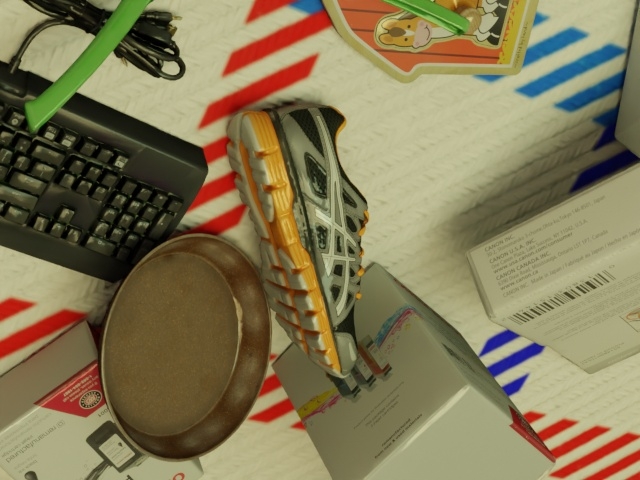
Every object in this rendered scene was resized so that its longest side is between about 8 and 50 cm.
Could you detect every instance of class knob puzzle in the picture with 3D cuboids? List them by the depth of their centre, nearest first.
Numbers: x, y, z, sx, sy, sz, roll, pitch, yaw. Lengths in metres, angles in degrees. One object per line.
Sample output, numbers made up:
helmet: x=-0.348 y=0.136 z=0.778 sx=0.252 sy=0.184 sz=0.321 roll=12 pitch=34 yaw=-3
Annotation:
knob puzzle: x=0.081 y=-0.199 z=0.939 sx=0.213 sy=0.030 sz=0.213 roll=-11 pitch=122 yaw=-18

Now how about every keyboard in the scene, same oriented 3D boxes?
keyboard: x=-0.210 y=-0.092 z=0.872 sx=0.317 sy=0.033 sz=0.201 roll=22 pitch=108 yaw=-33

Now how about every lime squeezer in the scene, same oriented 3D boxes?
lime squeezer: x=-0.050 y=-0.160 z=0.865 sx=0.310 sy=0.110 sz=0.059 roll=-15 pitch=163 yaw=-20

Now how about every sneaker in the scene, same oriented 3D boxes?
sneaker: x=0.000 y=0.000 z=0.973 sx=0.083 sy=0.084 sz=0.215 roll=-22 pitch=111 yaw=-24

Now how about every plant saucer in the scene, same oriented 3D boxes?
plant saucer: x=-0.103 y=0.077 z=0.980 sx=0.168 sy=0.029 sz=0.168 roll=-9 pitch=102 yaw=-47

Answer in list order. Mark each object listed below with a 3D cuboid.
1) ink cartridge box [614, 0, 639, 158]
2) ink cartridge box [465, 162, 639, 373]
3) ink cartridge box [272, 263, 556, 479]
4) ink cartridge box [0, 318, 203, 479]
ink cartridge box: x=0.363 y=-0.137 z=1.071 sx=0.231 sy=0.078 sz=0.134 roll=-9 pitch=122 yaw=-20
ink cartridge box: x=0.298 y=0.002 z=1.074 sx=0.296 sy=0.066 sz=0.261 roll=-28 pitch=154 yaw=19
ink cartridge box: x=0.068 y=0.133 z=1.039 sx=0.127 sy=0.176 sz=0.128 roll=-44 pitch=125 yaw=8
ink cartridge box: x=-0.175 y=0.151 z=1.010 sx=0.109 sy=0.063 sz=0.150 roll=-36 pitch=126 yaw=-1
